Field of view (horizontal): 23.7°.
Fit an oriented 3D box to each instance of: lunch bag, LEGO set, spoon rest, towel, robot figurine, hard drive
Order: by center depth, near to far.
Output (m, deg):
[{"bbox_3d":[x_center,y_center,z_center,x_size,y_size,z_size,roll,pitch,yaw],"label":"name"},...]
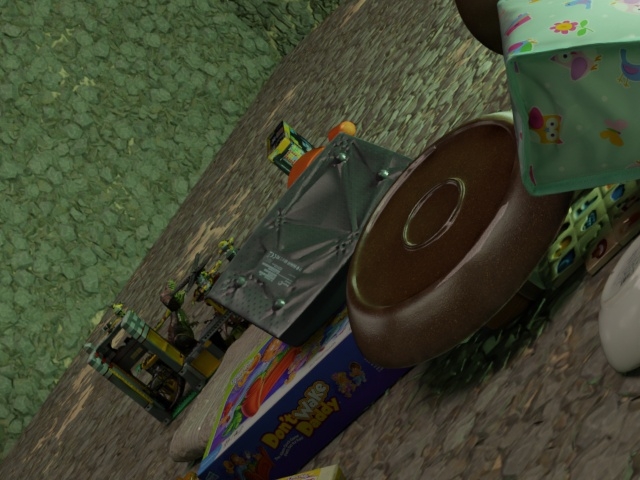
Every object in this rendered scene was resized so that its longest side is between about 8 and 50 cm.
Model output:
[{"bbox_3d":[0.299,0.003,1.154,0.276,0.084,0.137,-57,2,43],"label":"spoon rest"},{"bbox_3d":[0.297,-0.151,1.356,0.262,0.160,0.223,-9,23,7],"label":"lunch bag"},{"bbox_3d":[0.000,0.000,1.741,0.255,0.054,0.172,-51,38,-11],"label":"hard drive"},{"bbox_3d":[-0.097,0.177,2.095,0.282,0.049,0.187,-57,13,-29],"label":"towel"},{"bbox_3d":[0.026,-0.079,2.253,0.158,0.128,0.219,-49,11,-10],"label":"robot figurine"},{"bbox_3d":[-0.230,0.115,2.423,0.331,0.192,0.255,-44,13,24],"label":"LEGO set"}]

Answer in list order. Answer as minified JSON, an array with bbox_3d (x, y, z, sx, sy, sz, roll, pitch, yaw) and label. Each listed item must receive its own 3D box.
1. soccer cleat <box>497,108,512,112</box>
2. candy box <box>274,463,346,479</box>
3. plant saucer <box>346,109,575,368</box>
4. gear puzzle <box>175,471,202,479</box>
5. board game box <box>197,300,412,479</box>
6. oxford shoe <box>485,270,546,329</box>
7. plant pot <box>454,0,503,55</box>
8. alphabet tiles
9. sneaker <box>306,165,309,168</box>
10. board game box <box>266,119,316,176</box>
[{"bbox_3d":[0.230,-0.123,1.806,0.179,0.072,0.060,-32,2,-25],"label":"soccer cleat"},{"bbox_3d":[-0.078,0.288,1.539,0.205,0.027,0.105,-18,23,22],"label":"candy box"},{"bbox_3d":[0.126,-0.015,1.520,0.310,0.050,0.311,-42,25,25],"label":"plant saucer"},{"bbox_3d":[-0.155,0.358,1.589,0.175,0.044,0.339,-44,25,25],"label":"gear puzzle"},{"bbox_3d":[0.014,0.129,1.759,0.347,0.078,0.233,-45,13,23],"label":"board game box"},{"bbox_3d":[0.165,0.028,1.541,0.076,0.076,0.212,-52,12,13],"label":"oxford shoe"},{"bbox_3d":[0.308,-0.324,1.849,0.215,0.215,0.230,-52,26,-10],"label":"plant pot"},{"bbox_3d":[0.290,-0.052,1.481,0.198,0.009,0.237,-46,13,18],"label":"alphabet tiles"},{"bbox_3d":[0.011,0.013,2.106,0.319,0.131,0.112,97,-161,-70],"label":"sneaker"},{"bbox_3d":[-0.023,-0.125,2.529,0.048,0.141,0.170,-49,12,10],"label":"board game box"}]
